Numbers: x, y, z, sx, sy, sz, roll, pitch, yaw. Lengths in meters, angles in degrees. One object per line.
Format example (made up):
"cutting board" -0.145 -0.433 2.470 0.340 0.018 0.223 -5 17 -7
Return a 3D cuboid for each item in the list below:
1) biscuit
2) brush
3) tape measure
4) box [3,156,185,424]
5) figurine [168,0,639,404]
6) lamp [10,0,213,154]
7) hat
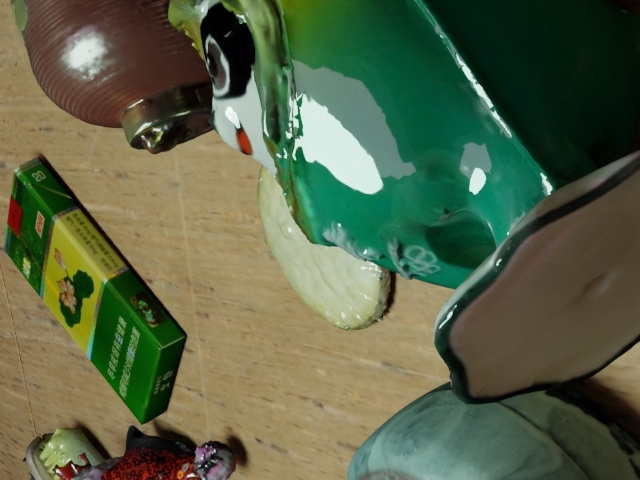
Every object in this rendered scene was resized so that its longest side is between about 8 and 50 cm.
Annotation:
"biscuit" 0.000 0.000 1.400 0.152 0.020 0.152 36 140 38
"brush" -0.189 0.315 1.894 0.313 0.072 0.067 55 135 12
"tape measure" 0.132 0.223 1.248 0.275 0.147 0.256 43 143 29
"box" -0.213 0.047 1.747 0.235 0.034 0.132 48 147 22
"figurine" 0.060 -0.093 1.060 0.340 0.231 0.323 54 175 29
"lamp" -0.128 -0.180 1.297 0.180 0.180 0.258 -37 69 59
"hat" -0.146 0.224 1.731 0.227 0.129 0.140 -40 64 45
